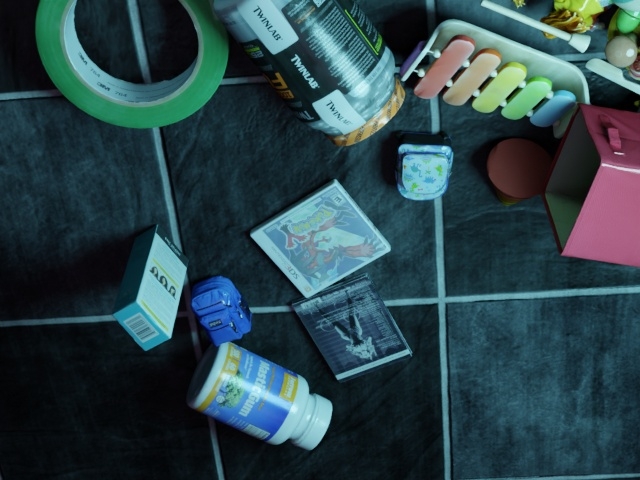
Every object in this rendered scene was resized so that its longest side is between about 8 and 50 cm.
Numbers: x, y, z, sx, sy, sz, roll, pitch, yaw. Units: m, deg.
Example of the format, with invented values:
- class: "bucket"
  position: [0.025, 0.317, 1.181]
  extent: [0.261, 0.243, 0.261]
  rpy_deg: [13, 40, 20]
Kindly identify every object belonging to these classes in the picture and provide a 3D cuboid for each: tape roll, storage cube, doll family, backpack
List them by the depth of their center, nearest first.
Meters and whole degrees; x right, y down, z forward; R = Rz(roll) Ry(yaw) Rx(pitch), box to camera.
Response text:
- class: "doll family"
  position: [0.382, -0.417, 1.799]
  extent: [0.163, 0.118, 0.263]
  rpy_deg: [-35, 114, 19]
- class: "storage cube"
  position: [0.492, -0.085, 1.836]
  extent: [0.193, 0.183, 0.215]
  rpy_deg: [8, 127, -8]
- class: "tape roll"
  position: [-0.311, -0.347, 1.897]
  extent: [0.321, 0.077, 0.321]
  rpy_deg: [1, 124, 1]
- class: "backpack"
  position: [0.183, -0.127, 2.019]
  extent: [0.105, 0.084, 0.114]
  rpy_deg: [3, 126, 3]
- class: "backpack"
  position: [-0.194, 0.135, 2.195]
  extent: [0.098, 0.101, 0.120]
  rpy_deg: [-21, 117, 7]

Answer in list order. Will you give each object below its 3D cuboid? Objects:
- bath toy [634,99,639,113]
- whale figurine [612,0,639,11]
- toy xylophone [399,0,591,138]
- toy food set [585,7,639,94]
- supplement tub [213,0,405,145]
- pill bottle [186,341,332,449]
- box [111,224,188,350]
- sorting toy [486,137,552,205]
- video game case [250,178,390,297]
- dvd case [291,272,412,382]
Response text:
- class: "bath toy"
  position: [0.591, -0.287, 1.882]
  extent: [0.151, 0.129, 0.348]
  rpy_deg: [-32, 131, -31]
- class: "whale figurine"
  position: [0.504, -0.470, 1.651]
  extent: [0.141, 0.216, 0.272]
  rpy_deg: [32, 112, -22]
- class: "toy xylophone"
  position: [0.301, -0.283, 1.863]
  extent: [0.323, 0.081, 0.236]
  rpy_deg: [16, 158, -3]
- class: "toy food set"
  position: [0.511, -0.317, 1.781]
  extent: [0.128, 0.071, 0.218]
  rpy_deg: [36, 130, 10]
- class: "supplement tub"
  position: [-0.010, -0.317, 1.836]
  extent: [0.193, 0.193, 0.316]
  rpy_deg: [-30, 116, 20]
- class: "pill bottle"
  position: [-0.119, 0.318, 2.279]
  extent: [0.272, 0.152, 0.152]
  rpy_deg: [27, 120, -15]
- class: "box"
  position: [-0.310, 0.083, 2.076]
  extent: [0.060, 0.244, 0.100]
  rpy_deg: [-28, 118, 19]
- class: "sorting toy"
  position: [0.470, -0.093, 2.041]
  extent: [0.365, 0.127, 0.126]
  rpy_deg: [4, 153, -3]
- class: "video game case"
  position: [0.000, 0.000, 2.144]
  extent: [0.201, 0.023, 0.183]
  rpy_deg: [-31, 117, 20]
- class: "dvd case"
  position: [0.065, 0.177, 2.261]
  extent: [0.164, 0.018, 0.221]
  rpy_deg: [-22, 119, 14]
